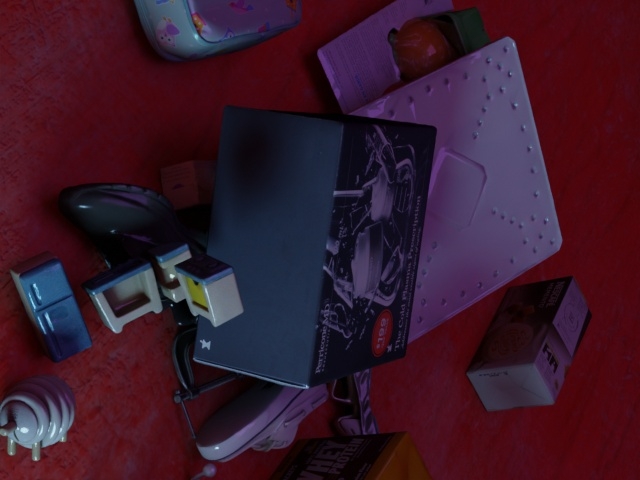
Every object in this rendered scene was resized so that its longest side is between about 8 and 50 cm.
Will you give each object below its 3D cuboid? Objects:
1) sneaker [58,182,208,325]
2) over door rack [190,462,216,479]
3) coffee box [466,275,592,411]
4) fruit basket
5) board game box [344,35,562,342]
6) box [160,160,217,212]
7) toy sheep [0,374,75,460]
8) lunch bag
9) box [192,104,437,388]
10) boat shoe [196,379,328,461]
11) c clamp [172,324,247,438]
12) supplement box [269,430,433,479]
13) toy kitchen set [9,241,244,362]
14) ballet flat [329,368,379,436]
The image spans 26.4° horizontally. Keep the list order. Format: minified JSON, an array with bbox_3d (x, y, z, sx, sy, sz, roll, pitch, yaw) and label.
[{"bbox_3d":[-0.221,0.019,1.730,0.286,0.109,0.130,33,60,-42],"label":"sneaker"},{"bbox_3d":[-0.111,0.415,1.640,0.324,0.108,0.239,45,31,22],"label":"over door rack"},{"bbox_3d":[0.377,0.183,2.438,0.098,0.141,0.246,59,42,-24],"label":"coffee box"},{"bbox_3d":[0.156,-0.236,2.280,0.353,0.165,0.327,-36,110,-34],"label":"fruit basket"},{"bbox_3d":[0.204,-0.084,2.204,0.390,0.050,0.390,-28,113,-28],"label":"board game box"},{"bbox_3d":[-0.095,-0.079,1.948,0.324,0.067,0.063,-4,85,-54],"label":"box"},{"bbox_3d":[-0.326,0.199,1.560,0.132,0.091,0.091,-42,115,-69],"label":"toy sheep"},{"bbox_3d":[-0.151,-0.376,1.914,0.279,0.108,0.224,-26,97,-54],"label":"lunch bag"},{"bbox_3d":[0.000,0.000,1.843,0.312,0.179,0.343,-7,106,-62],"label":"box"},{"bbox_3d":[-0.071,0.246,1.881,0.267,0.096,0.088,-40,113,-56],"label":"boat shoe"},{"bbox_3d":[-0.150,0.177,1.852,0.161,0.022,0.137,-26,97,-51],"label":"c clamp"},{"bbox_3d":[0.056,0.386,1.920,0.129,0.194,0.191,-49,119,-45],"label":"supplement box"},{"bbox_3d":[-0.224,0.058,1.586,0.207,0.166,0.122,-27,114,-23],"label":"toy kitchen set"},{"bbox_3d":[0.047,0.255,2.063,0.068,0.072,0.213,-1,80,-25],"label":"ballet flat"}]
